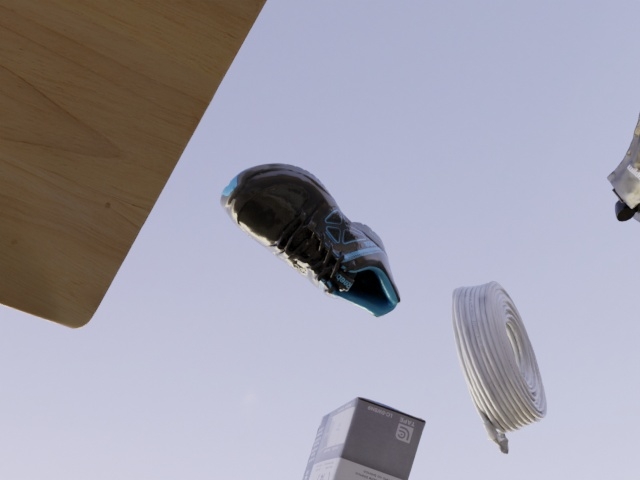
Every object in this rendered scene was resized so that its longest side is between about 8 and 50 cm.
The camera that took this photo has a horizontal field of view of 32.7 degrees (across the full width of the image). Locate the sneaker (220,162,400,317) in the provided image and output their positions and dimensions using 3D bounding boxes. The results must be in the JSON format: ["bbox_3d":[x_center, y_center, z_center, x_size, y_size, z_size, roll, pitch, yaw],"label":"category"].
[{"bbox_3d":[0.000,0.000,1.614,0.341,0.139,0.125,29,-68,-38],"label":"sneaker"}]

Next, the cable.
[{"bbox_3d":[0.300,0.194,1.841,0.089,0.257,0.257,-20,-71,20],"label":"cable"}]

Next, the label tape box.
[{"bbox_3d":[0.022,0.398,1.490,0.106,0.240,0.333,20,-109,-5],"label":"label tape box"}]

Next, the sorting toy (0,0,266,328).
[{"bbox_3d":[-0.193,-0.114,0.594,0.257,0.089,0.255,24,-75,-29],"label":"sorting toy"}]

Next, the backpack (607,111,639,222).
[{"bbox_3d":[0.286,-0.080,0.740,0.115,0.152,0.182,-42,-40,-35],"label":"backpack"}]
